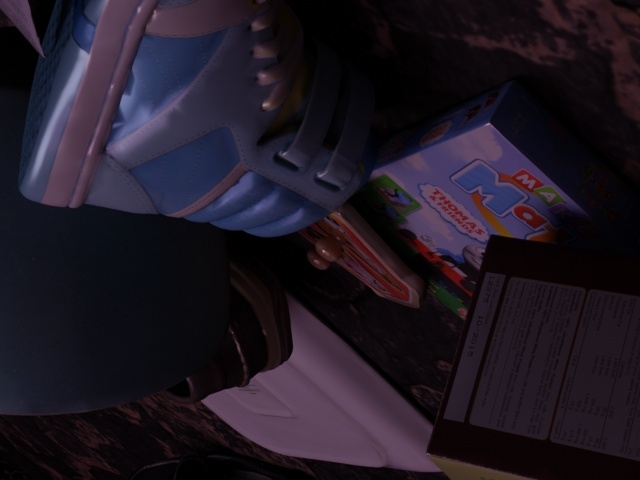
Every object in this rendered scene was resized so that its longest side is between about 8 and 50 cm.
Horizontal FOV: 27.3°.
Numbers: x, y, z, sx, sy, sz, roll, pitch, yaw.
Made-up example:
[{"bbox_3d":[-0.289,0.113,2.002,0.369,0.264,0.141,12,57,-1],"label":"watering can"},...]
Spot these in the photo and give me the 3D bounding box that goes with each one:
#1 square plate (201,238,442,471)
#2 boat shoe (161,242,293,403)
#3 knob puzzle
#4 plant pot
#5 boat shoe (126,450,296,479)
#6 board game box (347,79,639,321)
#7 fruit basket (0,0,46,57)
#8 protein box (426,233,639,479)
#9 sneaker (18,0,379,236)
[{"bbox_3d":[-0.069,0.129,1.325,0.344,0.049,0.347,43,155,-24],"label":"square plate"},{"bbox_3d":[-0.184,0.040,1.139,0.355,0.130,0.132,17,129,41],"label":"boat shoe"},{"bbox_3d":[0.000,0.000,0.944,0.213,0.030,0.213,37,173,6],"label":"knob puzzle"},{"bbox_3d":[-0.200,-0.039,0.935,0.290,0.290,0.195,21,119,26],"label":"plant pot"},{"bbox_3d":[-0.144,0.329,1.719,0.340,0.127,0.113,9,147,40],"label":"boat shoe"},{"bbox_3d":[0.109,-0.012,0.829,0.160,0.039,0.211,40,155,-15],"label":"board game box"},{"bbox_3d":[-0.240,-0.274,0.597,0.327,0.165,0.353,46,170,10],"label":"fruit basket"},{"bbox_3d":[0.197,0.109,0.755,0.201,0.136,0.200,9,159,26],"label":"protein box"},{"bbox_3d":[-0.034,-0.118,0.732,0.208,0.127,0.319,14,143,-20],"label":"sneaker"}]
